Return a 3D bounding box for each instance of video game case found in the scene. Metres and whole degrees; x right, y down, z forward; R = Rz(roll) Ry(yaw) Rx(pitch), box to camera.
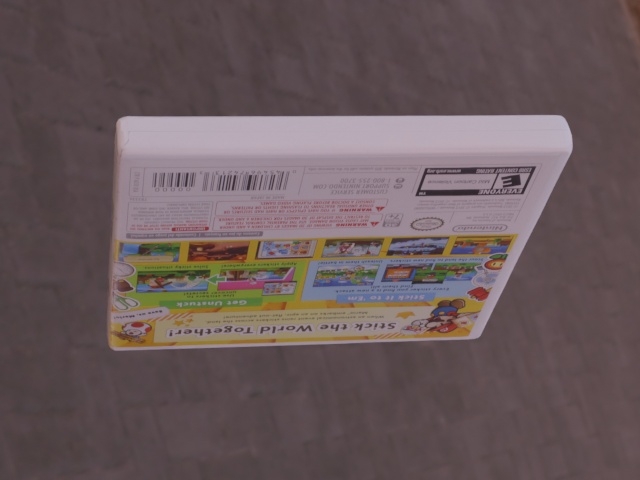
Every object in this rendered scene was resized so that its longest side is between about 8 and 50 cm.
[{"bbox_3d":[0.000,0.000,0.810,0.206,0.226,0.026,105,-20,-57],"label":"video game case"}]
